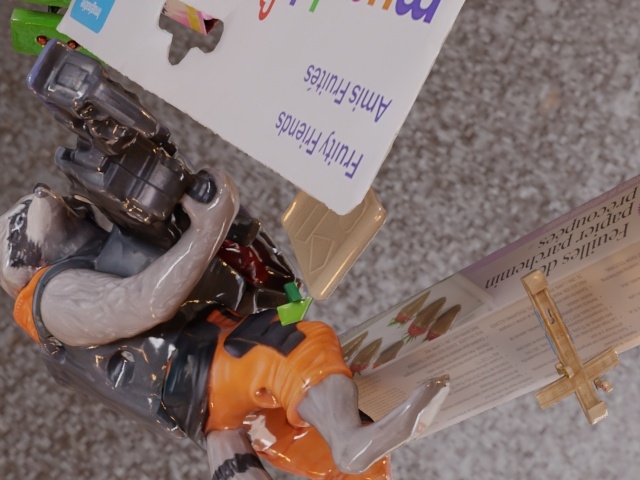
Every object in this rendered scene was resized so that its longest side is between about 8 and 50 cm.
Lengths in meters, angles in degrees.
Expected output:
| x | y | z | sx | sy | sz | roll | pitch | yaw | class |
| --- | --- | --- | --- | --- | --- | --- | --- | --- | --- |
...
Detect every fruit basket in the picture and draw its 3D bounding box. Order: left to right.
| x | y | z | sx | sy | sz | roll | pitch | yaw | class |
| --- | --- | --- | --- | --- | --- | --- | --- | --- | --- |
| 0.007 | -0.213 | 0.466 | 0.165 | 0.327 | 0.353 | 27 | 95 | -29 | fruit basket |

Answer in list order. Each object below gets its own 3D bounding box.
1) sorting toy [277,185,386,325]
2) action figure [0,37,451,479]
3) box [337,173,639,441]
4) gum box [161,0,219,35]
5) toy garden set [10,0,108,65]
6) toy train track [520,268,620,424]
| x | y | z | sx | sy | sz | roll | pitch | yaw | class |
| --- | --- | --- | --- | --- | --- | --- | --- | --- | --- |
| 0.000 | 0.000 | 0.660 | 0.012 | 0.062 | 0.083 | 19 | 119 | -33 | sorting toy |
| -0.079 | 0.052 | 0.764 | 0.178 | 0.330 | 0.341 | -53 | 149 | -9 | action figure |
| 0.110 | 0.049 | 0.820 | 0.067 | 0.324 | 0.063 | 41 | 44 | -17 | box |
| -0.151 | -0.300 | 1.371 | 0.062 | 0.107 | 0.188 | -54 | 161 | -21 | gum box |
| -0.244 | -0.248 | 1.120 | 0.204 | 0.049 | 0.244 | 8 | 147 | -3 | toy garden set |
| 0.121 | 0.053 | 0.681 | 0.048 | 0.014 | 0.083 | -29 | 100 | -13 | toy train track |
